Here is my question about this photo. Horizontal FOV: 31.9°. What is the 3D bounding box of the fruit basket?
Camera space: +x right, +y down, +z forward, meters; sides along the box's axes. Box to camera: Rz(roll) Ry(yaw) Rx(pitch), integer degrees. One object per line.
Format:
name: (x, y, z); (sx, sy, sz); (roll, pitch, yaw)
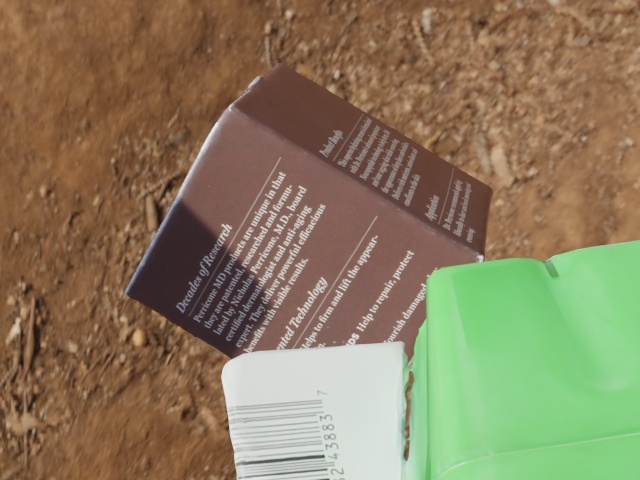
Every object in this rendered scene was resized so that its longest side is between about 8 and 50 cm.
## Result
fruit basket: (0.152, 0.167, 0.336); (0.327, 0.165, 0.353); (-8, 59, -7)

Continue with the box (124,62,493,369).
box: (0.000, 0.000, 0.835); (0.203, 0.167, 0.168); (31, 22, 0)
